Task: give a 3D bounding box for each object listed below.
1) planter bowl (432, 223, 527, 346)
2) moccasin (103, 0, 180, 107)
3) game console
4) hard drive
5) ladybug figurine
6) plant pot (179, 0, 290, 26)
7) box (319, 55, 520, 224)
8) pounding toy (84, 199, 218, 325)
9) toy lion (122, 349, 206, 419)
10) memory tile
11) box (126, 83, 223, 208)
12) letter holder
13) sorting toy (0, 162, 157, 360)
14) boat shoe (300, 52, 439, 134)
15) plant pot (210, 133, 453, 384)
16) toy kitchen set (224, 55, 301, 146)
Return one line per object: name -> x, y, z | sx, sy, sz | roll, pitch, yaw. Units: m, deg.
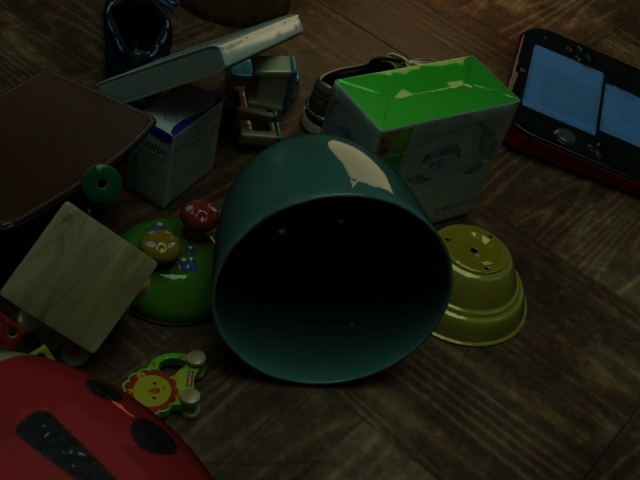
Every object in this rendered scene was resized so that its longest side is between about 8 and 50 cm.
planter bowl -> 0.208, 0.042, 1.515 | 0.217, 0.090, 0.217 | 9, 43, -9
moccasin -> -0.291, -0.358, 1.756 | 0.138, 0.116, 0.342 | 2, 44, -17
game console -> 0.505, -0.242, 1.949 | 0.342, 0.060, 0.386 | 20, 42, 3
hard drive -> -0.169, -0.269, 1.557 | 0.203, 0.040, 0.307 | -13, 14, 23
ladybug figurine -> -0.257, 0.260, 1.063 | 0.449, 0.161, 0.305 | 32, 43, 15
plant pot -> -0.143, -0.560, 1.926 | 0.237, 0.254, 0.237 | 11, 41, -9
box -> 0.128, -0.134, 1.571 | 0.262, 0.231, 0.126 | -15, 50, -32
pounding toy -> -0.217, 0.004, 1.395 | 0.237, 0.110, 0.183 | 13, 41, -6
toy lion -> -0.191, 0.176, 1.280 | 0.096, 0.034, 0.100 | 5, 42, -2
memory tile -> -0.294, 0.074, 1.309 | 0.113, 0.012, 0.148 | 34, 76, 17
box -> -0.212, -0.139, 1.530 | 0.072, 0.137, 0.126 | 29, 43, 15
letter holder -> -0.370, -0.068, 1.366 | 0.215, 0.152, 0.302 | 23, 41, 20
sorting toy -> -0.293, 0.050, 1.255 | 0.132, 0.274, 0.046 | 36, -6, -19
boat shoe -> 0.108, -0.262, 1.803 | 0.324, 0.096, 0.116 | -21, 54, -35
plant pot -> 0.000, 0.000, 1.357 | 0.293, 0.293, 0.235 | 6, 34, -13
toy kitchen set -> -0.071, -0.262, 1.690 | 0.122, 0.166, 0.207 | 2, 44, -16
